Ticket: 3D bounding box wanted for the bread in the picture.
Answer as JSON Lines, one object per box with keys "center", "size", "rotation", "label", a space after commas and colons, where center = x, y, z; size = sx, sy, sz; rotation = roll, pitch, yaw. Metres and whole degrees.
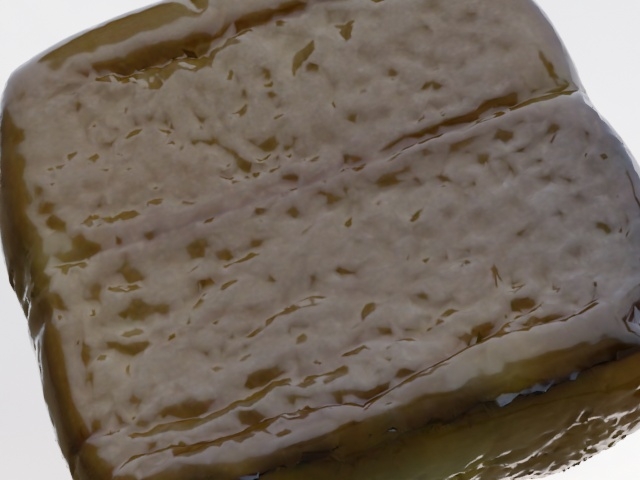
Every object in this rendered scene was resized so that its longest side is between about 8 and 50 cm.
{"center": [0.001, 0.004, 1.005], "size": [0.148, 0.337, 0.328], "rotation": [80, -12, -59], "label": "bread"}
